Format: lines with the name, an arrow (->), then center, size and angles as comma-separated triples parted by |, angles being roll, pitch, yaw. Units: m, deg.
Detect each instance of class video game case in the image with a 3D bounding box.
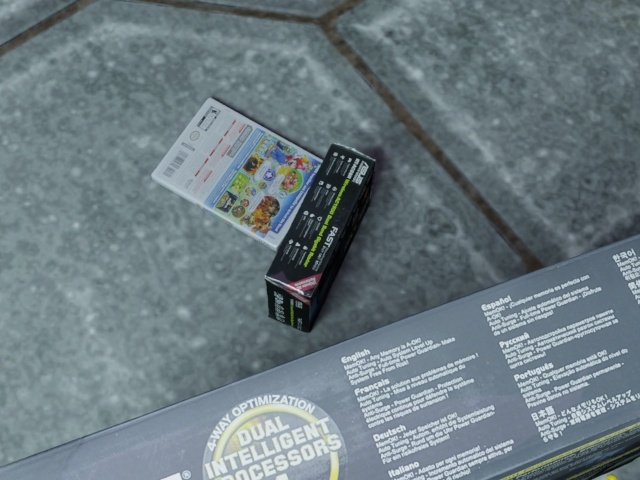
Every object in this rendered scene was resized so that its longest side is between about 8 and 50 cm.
video game case -> -0.065, -0.056, 0.826 | 0.122, 0.011, 0.087 | 30, 70, 10

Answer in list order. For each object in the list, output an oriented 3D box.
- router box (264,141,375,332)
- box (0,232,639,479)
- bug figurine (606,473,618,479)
router box -> 0.000, 0.000, 0.763 | 0.038, 0.092, 0.122 | 24, 71, 7
box -> 0.041, 0.137, 0.591 | 0.395, 0.318, 0.097 | -20, 71, -8
bug figurine -> 0.314, 0.254, 0.684 | 0.279, 0.072, 0.216 | -7, 75, -9
